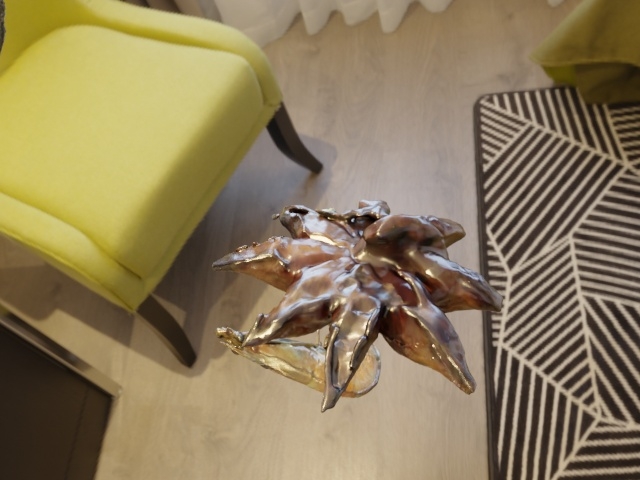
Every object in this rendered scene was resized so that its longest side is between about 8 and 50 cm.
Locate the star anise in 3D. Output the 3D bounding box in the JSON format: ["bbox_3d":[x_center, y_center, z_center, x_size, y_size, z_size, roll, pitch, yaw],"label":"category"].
[{"bbox_3d":[0.041,0.022,0.593,0.272,0.102,0.272,4,39,-3],"label":"star anise"}]

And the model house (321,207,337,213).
[{"bbox_3d":[0.000,0.000,1.031,0.066,0.079,0.083,-13,101,9],"label":"model house"}]

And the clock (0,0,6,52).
[{"bbox_3d":[-0.343,-0.089,0.496,0.061,0.312,0.312,32,67,-11],"label":"clock"}]

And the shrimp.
[{"bbox_3d":[-0.026,0.143,0.962,0.251,0.052,0.143,21,44,-22],"label":"shrimp"}]
